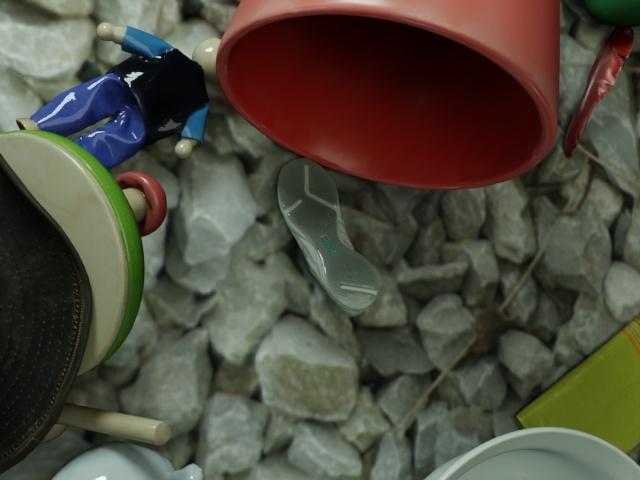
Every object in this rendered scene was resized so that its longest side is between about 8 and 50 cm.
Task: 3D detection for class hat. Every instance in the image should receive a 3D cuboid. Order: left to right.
[{"bbox_3d":[-0.324,0.049,0.622,0.331,0.134,0.331,1,106,5],"label":"hat"},{"bbox_3d":[0.277,-0.241,0.987,0.173,0.183,0.208,46,28,-25],"label":"hat"}]

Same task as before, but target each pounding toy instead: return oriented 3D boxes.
[{"bbox_3d":[-0.176,0.029,0.743,0.110,0.183,0.237,-21,101,-57],"label":"pounding toy"}]

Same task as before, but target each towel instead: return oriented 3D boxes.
[{"bbox_3d":[0.304,0.149,0.979,0.237,0.021,0.102,-33,93,-19],"label":"towel"}]

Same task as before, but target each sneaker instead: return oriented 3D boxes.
[{"bbox_3d":[0.000,0.000,0.856,0.053,0.061,0.152,-20,74,-13],"label":"sneaker"}]

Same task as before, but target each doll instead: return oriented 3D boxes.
[{"bbox_3d":[-0.152,-0.119,0.806,0.189,0.046,0.129,-31,98,-20],"label":"doll"}]

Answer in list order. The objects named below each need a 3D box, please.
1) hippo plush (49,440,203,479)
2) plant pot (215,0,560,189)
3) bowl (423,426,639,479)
[{"bbox_3d":[-0.209,0.254,0.707,0.236,0.234,0.294,-46,121,-48],"label":"hippo plush"},{"bbox_3d":[0.075,-0.208,0.797,0.275,0.275,0.243,22,70,-18],"label":"plant pot"},{"bbox_3d":[0.160,0.306,0.850,0.297,0.134,0.298,2,85,-21],"label":"bowl"}]
